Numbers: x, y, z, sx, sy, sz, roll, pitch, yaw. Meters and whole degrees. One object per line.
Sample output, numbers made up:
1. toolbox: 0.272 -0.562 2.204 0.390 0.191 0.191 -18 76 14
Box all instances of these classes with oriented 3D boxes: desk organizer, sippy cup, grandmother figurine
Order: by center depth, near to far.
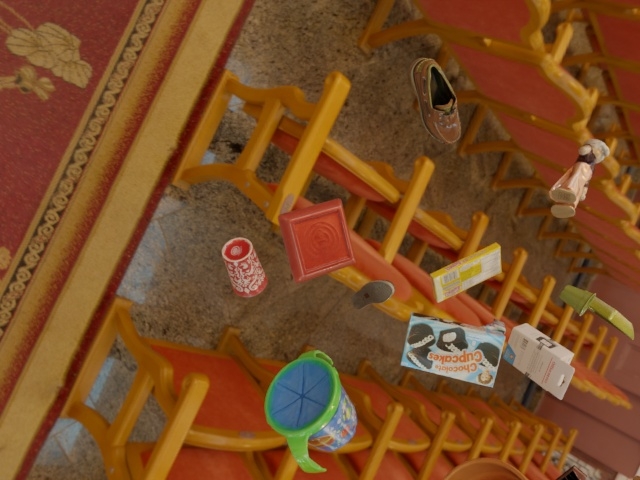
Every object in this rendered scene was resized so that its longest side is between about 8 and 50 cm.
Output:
1. sippy cup: -0.008 0.495 1.352 0.305 0.240 0.224 -53 131 -20
2. desk organizer: 0.794 0.789 1.492 0.050 0.047 0.130 -24 145 -47
3. grandmother figurine: 0.885 -0.236 1.571 0.342 0.104 0.207 -46 144 -28

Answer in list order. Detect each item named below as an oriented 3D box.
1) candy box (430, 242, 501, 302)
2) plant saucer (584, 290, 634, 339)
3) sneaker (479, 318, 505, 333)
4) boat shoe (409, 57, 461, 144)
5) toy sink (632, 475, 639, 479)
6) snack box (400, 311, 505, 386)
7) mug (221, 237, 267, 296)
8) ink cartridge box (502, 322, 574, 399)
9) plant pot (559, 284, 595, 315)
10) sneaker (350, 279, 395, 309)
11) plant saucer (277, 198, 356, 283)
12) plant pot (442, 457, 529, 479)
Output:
1. candy box: 0.403 0.089 1.274 0.206 0.027 0.105 -24 132 -5
2. plant saucer: 1.020 0.255 1.661 0.188 0.188 0.045 31 102 -27
3. sneaker: 0.683 0.337 1.839 0.069 0.098 0.038 -67 153 -46
4. boat shoe: 0.372 -0.420 1.452 0.111 0.104 0.307 -37 121 2
5. toy sink: 0.962 0.789 1.302 0.152 0.131 0.234 -54 159 -7
6. snack box: 0.457 0.380 1.619 0.060 0.322 0.187 -33 134 -78
7. mug: -0.240 0.067 1.400 0.113 0.150 0.169 -24 142 -12
8. ink cartridge box: 0.575 0.310 1.196 0.060 0.180 0.104 -7 118 -31
9. plant pot: 0.798 0.179 1.445 0.083 0.079 0.083 -28 137 -30
10. sneaker: 0.206 0.169 1.633 0.118 0.222 0.083 -27 87 -37
11. plant saucer: 0.000 0.000 1.674 0.259 0.048 0.258 -17 98 -22
12. plant pot: 0.409 0.666 1.020 0.203 0.291 0.290 38 80 -23
